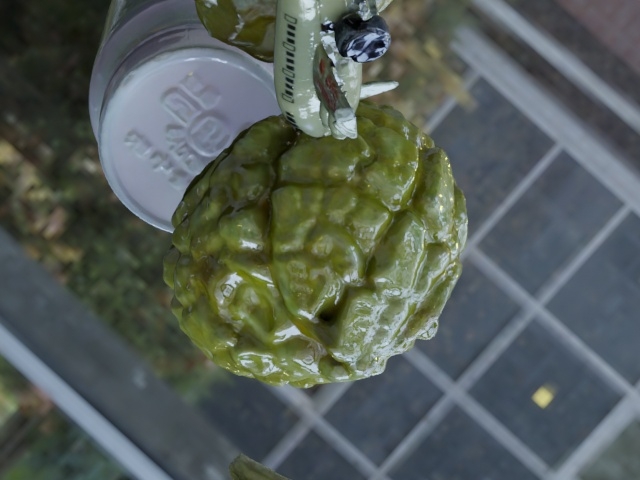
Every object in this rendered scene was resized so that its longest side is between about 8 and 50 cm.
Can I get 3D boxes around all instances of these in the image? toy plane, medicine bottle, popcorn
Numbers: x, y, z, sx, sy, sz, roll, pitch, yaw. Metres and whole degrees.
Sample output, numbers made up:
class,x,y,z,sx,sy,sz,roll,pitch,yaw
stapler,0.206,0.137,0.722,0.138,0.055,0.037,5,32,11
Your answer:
class,x,y,z,sx,sy,sz,roll,pitch,yaw
toy plane,0.002,-0.146,1.375,0.092,0.229,0.244,-15,149,2
medicine bottle,-0.116,-0.154,1.925,0.213,0.213,0.378,-48,-164,15
popcorn,0.000,0.000,1.630,0.270,0.224,0.258,-38,-174,-7

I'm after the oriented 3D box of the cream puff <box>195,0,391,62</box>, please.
class,x,y,z,sx,sy,sz,roll,pitch,yaw
cream puff,-0.043,-0.256,1.656,0.195,0.221,0.194,-33,-156,17

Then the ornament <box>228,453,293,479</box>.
class,x,y,z,sx,sy,sz,roll,pitch,yaw
ornament,-0.003,0.285,1.998,0.059,0.201,0.180,-64,-172,-21
